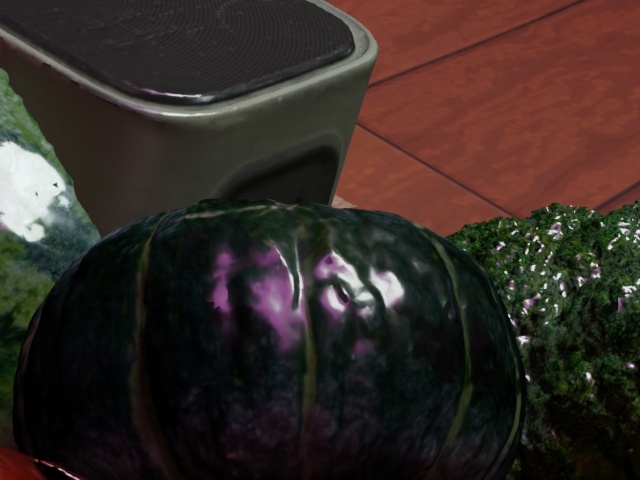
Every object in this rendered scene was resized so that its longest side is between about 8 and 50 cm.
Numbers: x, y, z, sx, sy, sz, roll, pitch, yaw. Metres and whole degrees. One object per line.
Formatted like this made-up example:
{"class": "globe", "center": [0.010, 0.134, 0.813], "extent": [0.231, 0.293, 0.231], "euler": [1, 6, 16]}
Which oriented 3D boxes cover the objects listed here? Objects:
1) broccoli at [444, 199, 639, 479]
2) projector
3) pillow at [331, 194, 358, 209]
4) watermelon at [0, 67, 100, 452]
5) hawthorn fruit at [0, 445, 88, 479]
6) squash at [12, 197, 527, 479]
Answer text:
{"class": "broccoli", "center": [0.165, 0.109, 1.047], "extent": [0.283, 0.304, 0.321], "euler": [50, 37, -4]}
{"class": "projector", "center": [-0.134, -0.052, 1.140], "extent": [0.248, 0.249, 0.248], "euler": [32, 34, 24]}
{"class": "pillow", "center": [0.000, 0.000, 1.323], "extent": [0.232, 0.043, 0.126], "euler": [32, 29, 28]}
{"class": "watermelon", "center": [-0.208, 0.071, 0.977], "extent": [0.231, 0.310, 0.193], "euler": [-12, 18, 30]}
{"class": "hawthorn fruit", "center": [-0.214, 0.200, 0.676], "extent": [0.316, 0.316, 0.316], "euler": [12, 32, -8]}
{"class": "squash", "center": [-0.025, 0.078, 0.831], "extent": [0.252, 0.252, 0.165], "euler": [6, 60, -18]}
